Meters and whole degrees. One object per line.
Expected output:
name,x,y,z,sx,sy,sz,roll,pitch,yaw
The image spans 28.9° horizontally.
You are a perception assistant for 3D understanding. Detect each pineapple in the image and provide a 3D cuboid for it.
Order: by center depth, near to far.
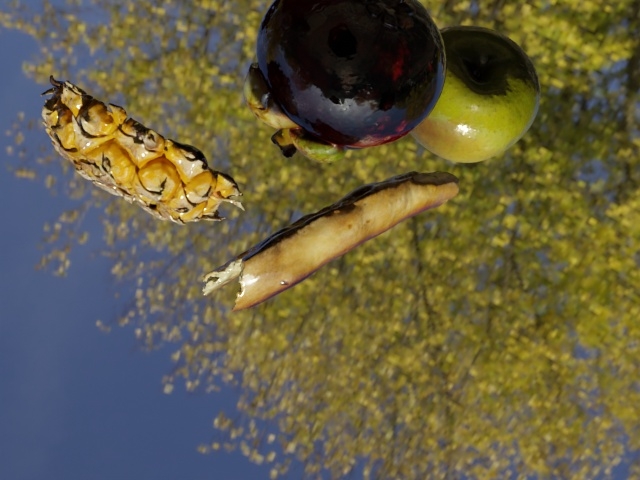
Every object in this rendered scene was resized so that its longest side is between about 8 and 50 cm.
pineapple,-0.180,-0.077,1.183,0.225,0.225,0.076,28,-94,8

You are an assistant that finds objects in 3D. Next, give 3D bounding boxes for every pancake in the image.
pancake,0.000,0.000,1.224,0.056,0.257,0.212,61,-160,1

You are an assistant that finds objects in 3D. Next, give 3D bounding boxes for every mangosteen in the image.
mangosteen,0.018,-0.153,1.157,0.200,0.200,0.199,10,-134,-10

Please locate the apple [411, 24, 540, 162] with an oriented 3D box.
apple,0.198,-0.196,1.685,0.196,0.157,0.196,4,-114,-10
